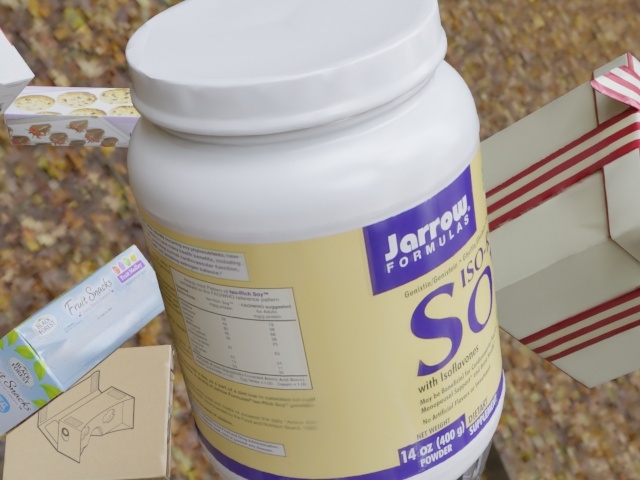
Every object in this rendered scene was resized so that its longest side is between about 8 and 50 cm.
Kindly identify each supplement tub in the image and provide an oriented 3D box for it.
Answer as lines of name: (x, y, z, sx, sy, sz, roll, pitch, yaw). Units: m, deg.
supplement tub: (0.000, 0.000, 0.832, 0.241, 0.241, 0.331, -70, 154, -56)

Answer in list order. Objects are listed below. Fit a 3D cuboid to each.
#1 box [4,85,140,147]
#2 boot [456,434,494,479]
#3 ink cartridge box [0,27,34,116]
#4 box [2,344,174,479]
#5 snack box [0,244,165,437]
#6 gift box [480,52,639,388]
box: (-0.281, -0.174, 1.672, 0.063, 0.323, 0.067, 92, 0, -49)
boot: (0.081, 0.279, 1.089, 0.118, 0.338, 0.223, 26, -10, 21)
ink cartridge box: (-0.409, -0.184, 1.361, 0.099, 0.135, 0.056, 54, 35, 5)
box: (-0.276, 0.211, 1.407, 0.021, 0.201, 0.164, 71, 16, -65)
snack box: (-0.248, 0.108, 1.022, 0.070, 0.207, 0.174, 54, 33, -4)
gift box: (0.304, -0.019, 1.224, 0.276, 0.258, 0.255, 31, 45, -36)
